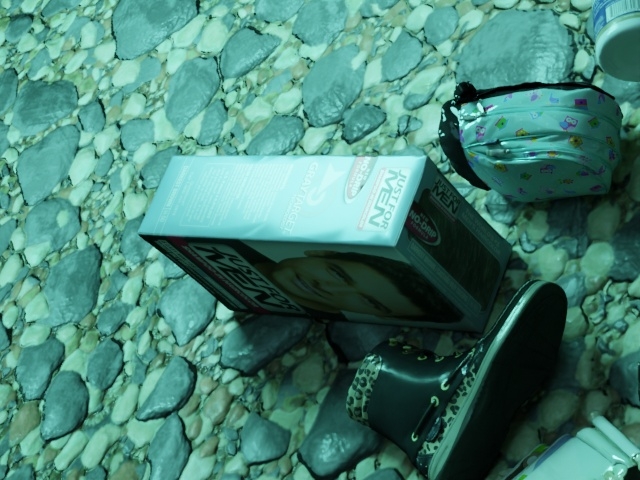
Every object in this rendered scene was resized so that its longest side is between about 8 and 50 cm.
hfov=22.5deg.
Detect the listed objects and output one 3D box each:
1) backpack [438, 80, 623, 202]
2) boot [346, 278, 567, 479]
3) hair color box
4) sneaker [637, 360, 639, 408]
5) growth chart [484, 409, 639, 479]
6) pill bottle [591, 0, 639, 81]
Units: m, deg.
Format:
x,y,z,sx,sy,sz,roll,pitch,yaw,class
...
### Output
x,y,z,sx,sy,sz,roll,pitch,yaw,class
0.233,-0.104,1.705,0.182,0.152,0.115,-4,74,34,backpack
0.133,0.122,1.634,0.179,0.085,0.236,29,92,48,boot
0.000,0.000,1.772,0.374,0.185,0.113,2,61,41,hair color box
0.402,0.024,1.488,0.146,0.134,0.343,13,62,18,sneaker
0.194,0.246,1.503,0.237,0.021,0.172,-40,16,6,growth chart
0.343,-0.264,1.754,0.094,0.094,0.169,-20,49,28,pill bottle
